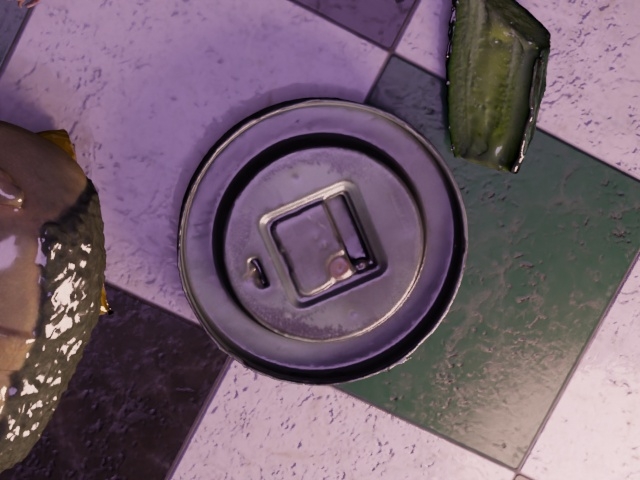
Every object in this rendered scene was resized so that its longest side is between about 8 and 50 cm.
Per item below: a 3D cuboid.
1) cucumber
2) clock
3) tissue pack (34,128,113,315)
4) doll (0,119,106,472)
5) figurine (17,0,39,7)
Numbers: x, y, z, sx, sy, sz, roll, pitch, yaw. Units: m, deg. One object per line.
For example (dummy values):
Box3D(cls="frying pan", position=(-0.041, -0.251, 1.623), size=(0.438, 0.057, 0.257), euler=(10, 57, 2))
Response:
Box3D(cls="cucumber", position=(0.192, -0.172, 1.894), size=(0.115, 0.086, 0.193), euler=(16, 106, 33))
Box3D(cls="clock", position=(0.001, 0.000, 1.913), size=(0.312, 0.061, 0.313), euler=(-2, 104, -8))
Box3D(cls="tissue pack", position=(-0.361, 0.005, 1.823), size=(0.271, 0.134, 0.192), euler=(-13, 105, -6))
Box3D(cls="doll", position=(-0.326, 0.067, 1.659), size=(0.247, 0.247, 0.349), euler=(8, 115, -10))
Box3D(cls="figurine", position=(-0.385, -0.314, 1.746), size=(0.394, 0.226, 0.274), euler=(-31, 75, 11))
